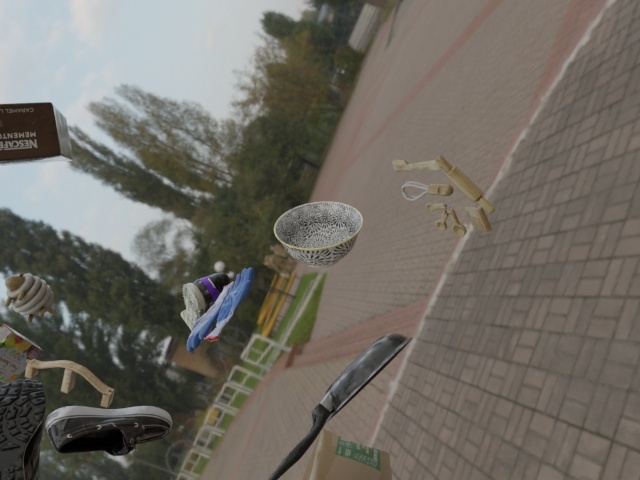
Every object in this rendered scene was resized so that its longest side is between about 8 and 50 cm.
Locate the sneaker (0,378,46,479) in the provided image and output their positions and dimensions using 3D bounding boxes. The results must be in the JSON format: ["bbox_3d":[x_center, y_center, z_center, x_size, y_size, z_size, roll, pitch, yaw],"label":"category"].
[{"bbox_3d":[-0.512,0.370,0.943,0.283,0.107,0.124,-104,20,-45],"label":"sneaker"}]

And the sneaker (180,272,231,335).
[{"bbox_3d":[-0.298,0.180,1.599,0.146,0.102,0.293,-31,-18,-28],"label":"sneaker"}]

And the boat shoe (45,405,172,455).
[{"bbox_3d":[-0.348,0.331,0.981,0.080,0.228,0.076,-47,49,15],"label":"boat shoe"}]

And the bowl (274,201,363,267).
[{"bbox_3d":[0.000,0.000,1.105,0.170,0.170,0.080,-74,-19,-54],"label":"bowl"}]

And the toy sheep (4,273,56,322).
[{"bbox_3d":[-0.609,0.120,1.213,0.132,0.091,0.091,61,-146,-38],"label":"toy sheep"}]

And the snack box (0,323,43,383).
[{"bbox_3d":[-0.680,0.249,1.251,0.100,0.037,0.141,-48,-19,-20],"label":"snack box"}]

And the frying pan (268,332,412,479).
[{"bbox_3d":[0.027,0.260,0.935,0.326,0.053,0.197,-39,-16,-19],"label":"frying pan"}]

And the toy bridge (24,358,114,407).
[{"bbox_3d":[-0.507,0.276,1.166,0.026,0.188,0.063,-66,-4,-68],"label":"toy bridge"}]

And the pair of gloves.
[{"bbox_3d":[-0.190,0.130,1.075,0.198,0.023,0.159,-28,28,54],"label":"pair of gloves"}]

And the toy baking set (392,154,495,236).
[{"bbox_3d":[0.265,-0.101,1.278,0.030,0.256,0.197,-42,-1,-28],"label":"toy baking set"}]

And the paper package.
[{"bbox_3d":[0.019,0.564,1.101,0.325,0.168,0.310,31,-101,-85],"label":"paper package"}]

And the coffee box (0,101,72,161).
[{"bbox_3d":[-0.566,-0.199,1.105,0.246,0.141,0.098,-163,66,-71],"label":"coffee box"}]
